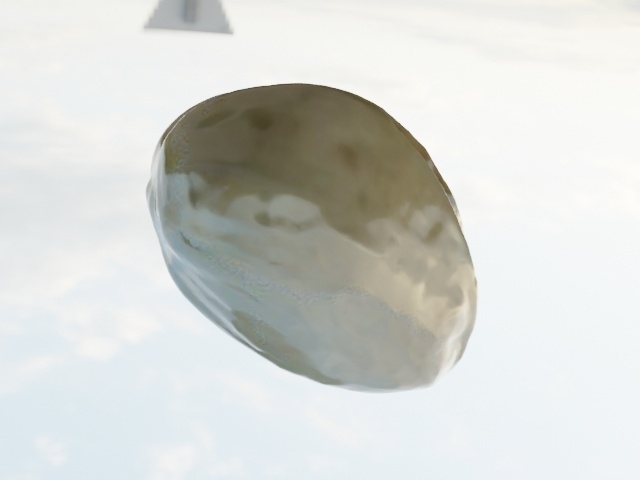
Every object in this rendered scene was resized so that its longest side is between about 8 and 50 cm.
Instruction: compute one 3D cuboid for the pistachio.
[{"bbox_3d":[0.000,0.000,0.795,0.153,0.238,0.137,-28,-139,19],"label":"pistachio"}]
